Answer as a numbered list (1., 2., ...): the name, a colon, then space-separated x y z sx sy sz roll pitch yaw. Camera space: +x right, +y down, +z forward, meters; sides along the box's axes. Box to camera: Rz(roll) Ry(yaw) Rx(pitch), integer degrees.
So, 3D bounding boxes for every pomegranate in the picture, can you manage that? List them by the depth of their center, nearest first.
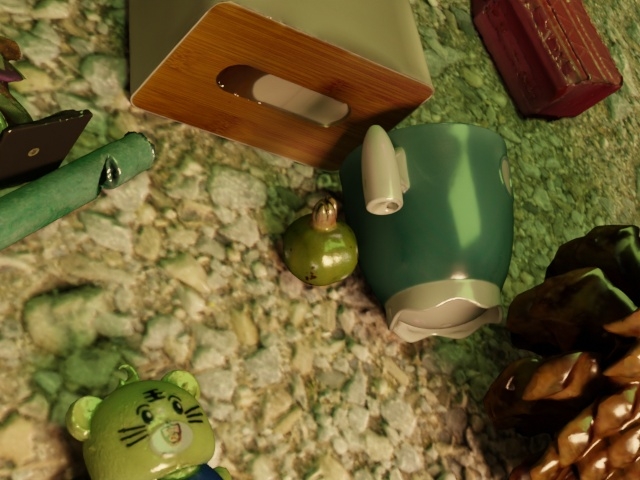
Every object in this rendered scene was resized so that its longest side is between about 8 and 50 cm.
1. pomegranate: -0.001 -0.001 0.962 0.073 0.073 0.084 -17 105 -48

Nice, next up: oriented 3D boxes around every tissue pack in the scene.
1. tissue pack: -0.041 -0.187 0.993 0.246 0.159 0.136 15 52 -35

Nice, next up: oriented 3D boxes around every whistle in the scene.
1. whistle: -0.101 0.191 0.732 0.105 0.085 0.227 -12 72 -37
2. whistle: -0.202 -0.039 0.829 0.039 0.039 0.186 54 40 -1

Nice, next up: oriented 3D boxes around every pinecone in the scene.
1. pinecone: 0.333 0.118 1.013 0.384 0.384 0.384 24 49 -31

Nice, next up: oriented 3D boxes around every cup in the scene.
1. cup: 0.109 0.000 1.005 0.300 0.168 0.173 37 42 -58

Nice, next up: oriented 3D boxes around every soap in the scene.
1. soap: 0.298 -0.292 1.427 0.162 0.099 0.250 -7 69 -45

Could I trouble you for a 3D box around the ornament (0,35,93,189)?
1. ornament: -0.264 -0.145 0.810 0.088 0.081 0.203 -19 77 -49
